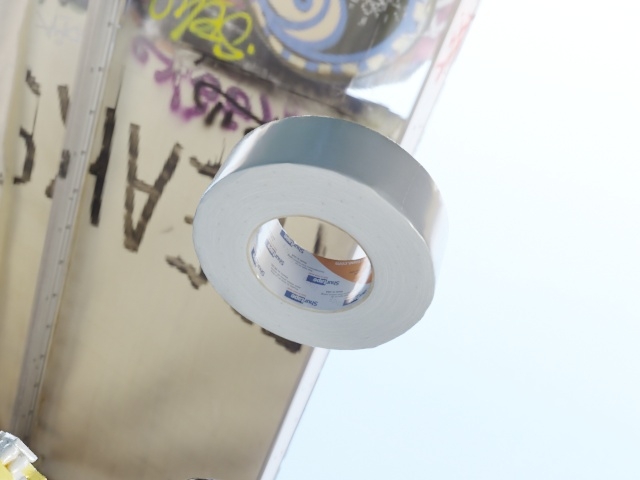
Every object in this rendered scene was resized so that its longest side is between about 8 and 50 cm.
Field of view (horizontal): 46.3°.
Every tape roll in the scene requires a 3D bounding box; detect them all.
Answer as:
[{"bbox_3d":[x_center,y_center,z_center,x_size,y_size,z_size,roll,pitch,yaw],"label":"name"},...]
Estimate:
[{"bbox_3d":[0.000,0.000,0.667,0.219,0.219,0.072,22,-134,1],"label":"tape roll"}]

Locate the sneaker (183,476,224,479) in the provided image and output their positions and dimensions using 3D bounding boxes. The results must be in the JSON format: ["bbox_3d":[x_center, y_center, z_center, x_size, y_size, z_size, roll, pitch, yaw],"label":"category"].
[{"bbox_3d":[0.015,0.185,0.270,0.330,0.130,0.147,11,147,54],"label":"sneaker"}]

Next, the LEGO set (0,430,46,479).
[{"bbox_3d":[-0.242,0.216,0.552,0.287,0.132,0.107,53,-123,-16],"label":"LEGO set"}]
